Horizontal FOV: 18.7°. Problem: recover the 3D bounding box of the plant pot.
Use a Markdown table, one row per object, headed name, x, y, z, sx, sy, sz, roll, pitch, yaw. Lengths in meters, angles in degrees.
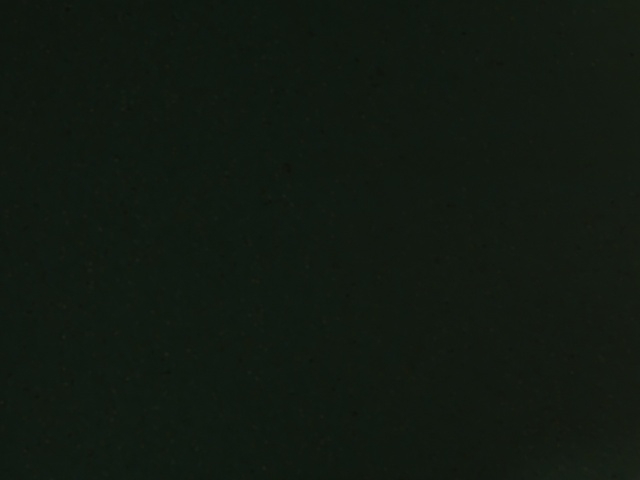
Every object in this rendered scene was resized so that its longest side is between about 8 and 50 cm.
| name | x | y | z | sx | sy | sz | roll | pitch | yaw |
| --- | --- | --- | --- | --- | --- | --- | --- | --- | --- |
| plant pot | 0.000 | 0.000 | 0.426 | 0.234 | 0.165 | 0.165 | -4 | 171 | -1 |
